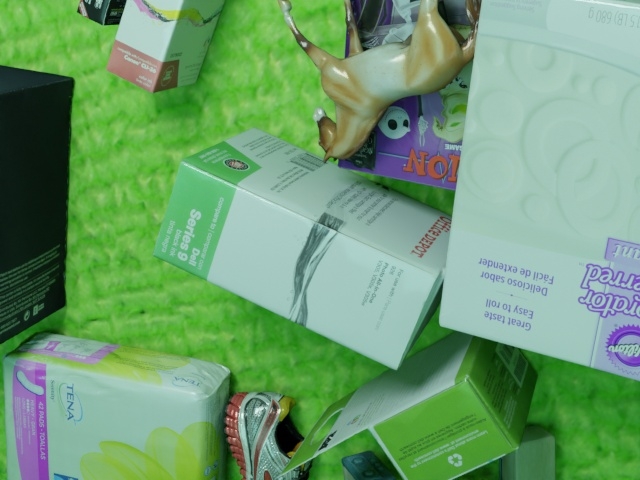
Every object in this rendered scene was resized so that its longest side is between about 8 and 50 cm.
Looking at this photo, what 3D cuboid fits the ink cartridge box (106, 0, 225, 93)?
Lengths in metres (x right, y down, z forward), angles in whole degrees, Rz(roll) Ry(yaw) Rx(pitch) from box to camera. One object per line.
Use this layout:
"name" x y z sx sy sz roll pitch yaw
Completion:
"ink cartridge box" -0.157 -0.272 1.135 0.067 0.115 0.198 27 112 10

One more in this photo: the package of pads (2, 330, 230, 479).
"package of pads" -0.265 0.247 1.325 0.297 0.101 0.229 9 109 15

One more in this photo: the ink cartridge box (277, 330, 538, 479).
"ink cartridge box" 0.102 0.205 1.146 0.255 0.189 0.097 -33 95 25

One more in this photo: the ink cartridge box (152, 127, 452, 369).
"ink cartridge box" 0.000 0.000 1.107 0.289 0.211 0.121 25 111 11

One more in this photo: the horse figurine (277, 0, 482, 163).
"horse figurine" 0.070 -0.191 0.991 0.263 0.066 0.174 -19 91 34

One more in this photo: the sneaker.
"sneaker" -0.051 0.296 1.276 0.093 0.088 0.225 -10 102 19

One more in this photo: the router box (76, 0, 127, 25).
"router box" -0.214 -0.292 1.144 0.038 0.122 0.092 28 112 14

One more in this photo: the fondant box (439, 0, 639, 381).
"fondant box" 0.251 -0.054 0.921 0.238 0.096 0.330 14 114 24

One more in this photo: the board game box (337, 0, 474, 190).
"board game box" 0.185 -0.144 1.009 0.347 0.056 0.208 12 116 25

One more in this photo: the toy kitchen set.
"toy kitchen set" 0.149 0.276 1.220 0.207 0.166 0.122 -8 106 -18

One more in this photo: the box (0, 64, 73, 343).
"box" -0.505 -0.068 1.273 0.343 0.179 0.312 11 107 15
